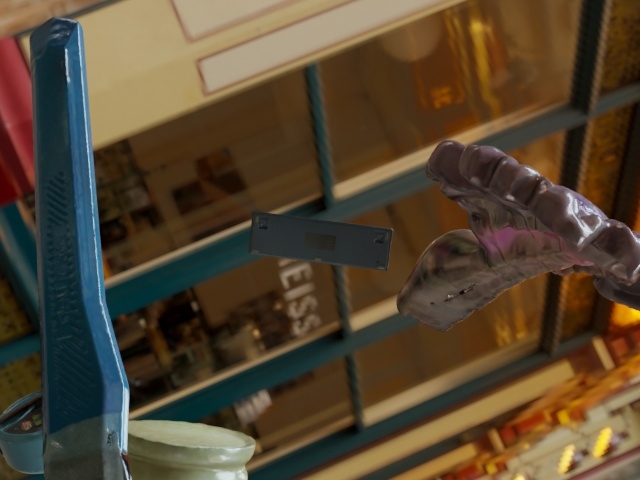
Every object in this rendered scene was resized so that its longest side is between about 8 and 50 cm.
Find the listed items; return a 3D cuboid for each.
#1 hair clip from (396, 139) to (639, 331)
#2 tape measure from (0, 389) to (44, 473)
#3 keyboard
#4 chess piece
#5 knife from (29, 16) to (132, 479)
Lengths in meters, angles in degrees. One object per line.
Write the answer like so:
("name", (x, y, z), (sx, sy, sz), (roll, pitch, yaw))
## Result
("hair clip", (0.122, 0.006, 0.787), (0.173, 0.069, 0.300), (29, -15, -10))
("tape measure", (-0.340, 0.233, 1.572), (0.125, 0.146, 0.081), (39, -32, 61))
("keyboard", (0.000, 0.000, 1.559), (0.014, 0.176, 0.055), (-60, 157, -84))
("chess piece", (-0.153, 0.322, 1.288), (0.144, 0.144, 0.251), (-172, -90, -80))
("knife", (-0.119, 0.012, 0.613), (0.026, 0.044, 0.297), (44, 34, -58))
